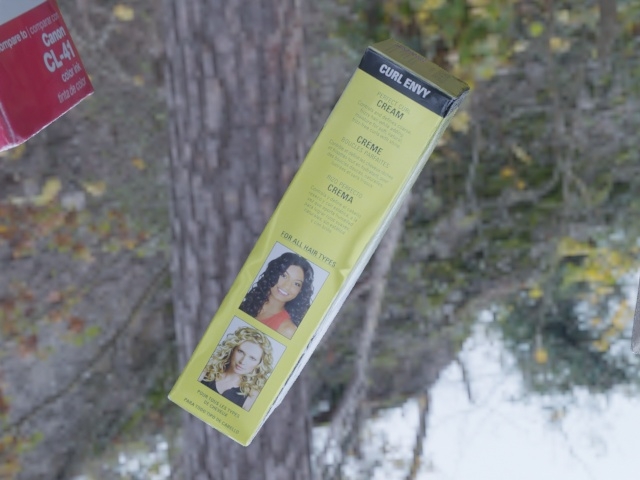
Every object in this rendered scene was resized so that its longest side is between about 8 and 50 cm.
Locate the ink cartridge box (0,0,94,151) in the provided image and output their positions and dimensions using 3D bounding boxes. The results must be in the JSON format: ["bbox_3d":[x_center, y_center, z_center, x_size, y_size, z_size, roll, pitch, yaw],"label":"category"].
[{"bbox_3d":[-0.311,-0.182,0.871,0.226,0.306,0.131,-14,-165,22],"label":"ink cartridge box"}]

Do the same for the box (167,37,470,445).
[{"bbox_3d":[0.000,0.000,0.804,0.058,0.232,0.087,31,-164,4],"label":"box"}]

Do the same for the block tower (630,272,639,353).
[{"bbox_3d":[0.247,0.020,0.839,0.097,0.090,0.335,5,-179,18],"label":"block tower"}]
